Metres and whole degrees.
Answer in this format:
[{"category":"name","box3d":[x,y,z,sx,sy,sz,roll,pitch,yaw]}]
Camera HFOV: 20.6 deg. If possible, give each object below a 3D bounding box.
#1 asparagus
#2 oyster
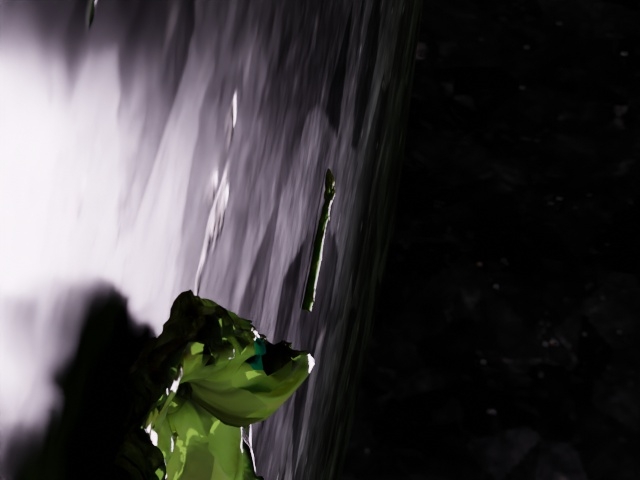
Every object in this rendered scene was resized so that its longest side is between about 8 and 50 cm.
[{"category":"asparagus","box3d":[0.000,0.000,1.984,0.016,0.016,0.163,8,94,-67]},{"category":"oyster","box3d":[-0.072,0.118,0.966,0.260,0.092,0.198,-54,156,-58]}]
